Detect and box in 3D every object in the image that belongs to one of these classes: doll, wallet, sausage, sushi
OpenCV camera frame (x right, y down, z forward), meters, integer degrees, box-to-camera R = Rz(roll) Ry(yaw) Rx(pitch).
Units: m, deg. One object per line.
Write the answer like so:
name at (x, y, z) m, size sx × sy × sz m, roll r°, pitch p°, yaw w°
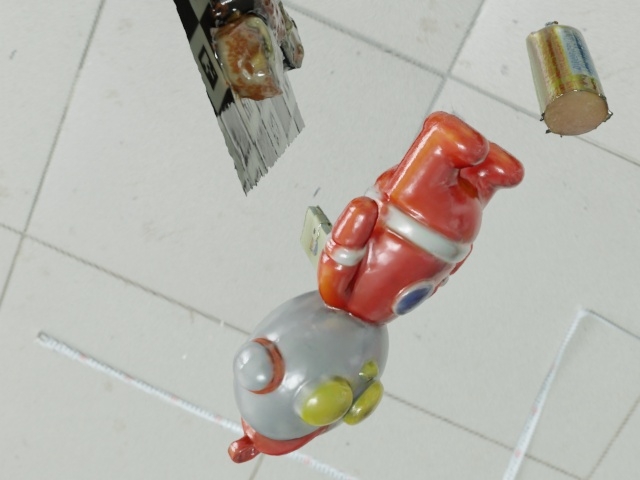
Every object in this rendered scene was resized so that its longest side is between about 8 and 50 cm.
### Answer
doll at (0.020, 0.039, 0.494) m, size 0.076 × 0.142 × 0.245 m, roll 42°, pitch 102°, yaw 33°
wallet at (0.000, 0.000, 1.836) m, size 0.039 × 0.155 × 0.110 m, roll 1°, pitch 119°, yaw -21°
sausage at (0.468, -0.336, 1.676) m, size 0.125 × 0.317 × 0.117 m, roll -22°, pitch 131°, yaw 22°
sushi at (-0.061, -0.242, 0.852) m, size 0.069 × 0.339 × 0.320 m, roll -16°, pitch 105°, yaw 13°
